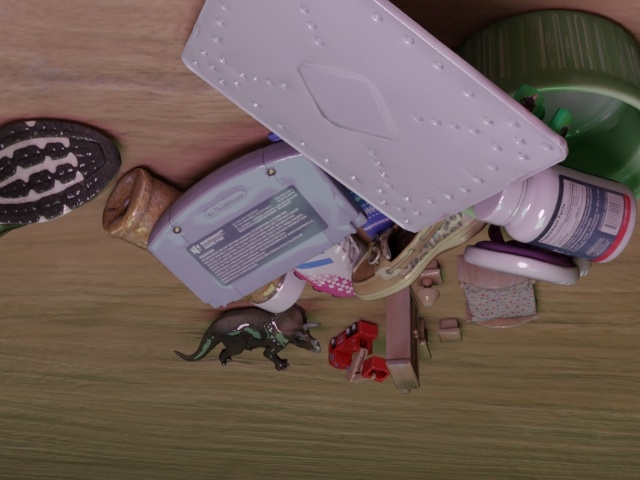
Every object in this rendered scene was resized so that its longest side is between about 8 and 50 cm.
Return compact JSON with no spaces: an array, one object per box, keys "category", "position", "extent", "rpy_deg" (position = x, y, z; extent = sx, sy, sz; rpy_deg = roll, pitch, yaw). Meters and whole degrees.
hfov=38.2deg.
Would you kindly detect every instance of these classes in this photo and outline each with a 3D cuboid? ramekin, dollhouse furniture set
[{"category":"ramekin","position":[0.291,-0.157,1.207],"extent":[0.303,0.148,0.303],"rpy_deg":[2,148,1]},{"category":"dollhouse furniture set","position":[0.309,0.176,1.725],"extent":[0.355,0.174,0.303],"rpy_deg":[-5,148,13]}]

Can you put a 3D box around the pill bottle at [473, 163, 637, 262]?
[{"category":"pill bottle","position":[0.287,-0.043,1.146],"extent":[0.180,0.108,0.108],"rpy_deg":[15,147,-17]}]

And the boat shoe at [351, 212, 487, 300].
[{"category":"boat shoe","position":[0.140,-0.007,1.456],"extent":[0.089,0.105,0.285],"rpy_deg":[33,124,-28]}]

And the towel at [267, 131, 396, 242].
[{"category":"towel","position":[0.107,-0.110,1.407],"extent":[0.243,0.040,0.336],"rpy_deg":[-17,143,28]}]

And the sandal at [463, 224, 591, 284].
[{"category":"sandal","position":[0.324,0.001,1.412],"extent":[0.169,0.102,0.416],"rpy_deg":[10,-176,21]}]

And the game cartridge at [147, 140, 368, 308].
[{"category":"game cartridge","position":[-0.103,-0.026,1.397],"extent":[0.297,0.062,0.198],"rpy_deg":[-29,120,18]}]

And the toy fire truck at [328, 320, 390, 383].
[{"category":"toy fire truck","position":[0.077,0.241,1.887],"extent":[0.047,0.135,0.192],"rpy_deg":[19,145,-23]}]

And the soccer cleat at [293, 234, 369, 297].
[{"category":"soccer cleat","position":[0.000,0.000,1.523],"extent":[0.331,0.116,0.143],"rpy_deg":[24,138,-32]}]

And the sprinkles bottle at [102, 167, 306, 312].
[{"category":"sprinkles bottle","position":[-0.185,0.005,1.545],"extent":[0.355,0.121,0.121],"rpy_deg":[29,140,-35]}]

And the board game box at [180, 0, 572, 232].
[{"category":"board game box","position":[0.042,-0.177,1.063],"extent":[0.390,0.050,0.390],"rpy_deg":[36,160,-9]}]

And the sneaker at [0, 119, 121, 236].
[{"category":"sneaker","position":[-0.482,-0.082,1.461],"extent":[0.410,0.158,0.182],"rpy_deg":[-17,180,16]}]

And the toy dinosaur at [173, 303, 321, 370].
[{"category":"toy dinosaur","position":[-0.141,0.185,1.869],"extent":[0.313,0.121,0.160],"rpy_deg":[3,137,9]}]
